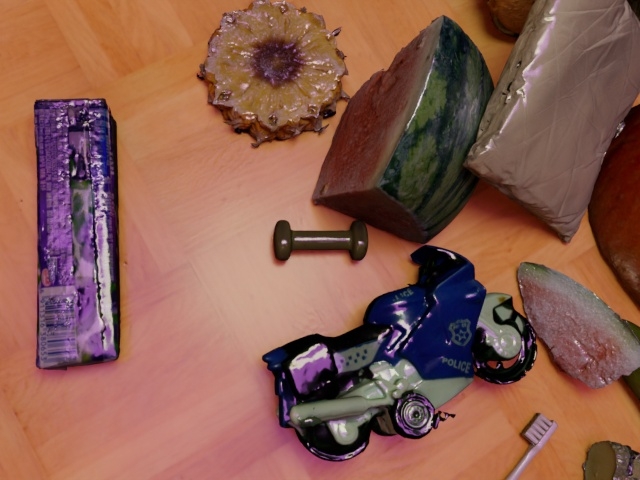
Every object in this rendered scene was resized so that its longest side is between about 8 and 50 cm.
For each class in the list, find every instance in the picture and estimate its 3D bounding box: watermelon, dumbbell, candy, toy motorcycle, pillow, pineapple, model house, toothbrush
[{"bbox_3d":[0.321,0.101,0.783,0.094,0.081,0.180,-31,67,7],"label":"watermelon"},{"bbox_3d":[0.096,-0.132,0.736,0.201,0.261,0.213,16,78,23],"label":"watermelon"},{"bbox_3d":[0.000,0.000,0.759,0.117,0.046,0.052,1,73,-9],"label":"dumbbell"},{"bbox_3d":[-0.279,-0.010,0.707,0.088,0.061,0.313,-3,80,-11],"label":"candy"},{"bbox_3d":[0.095,0.121,0.717,0.331,0.125,0.197,-20,81,-16],"label":"toy motorcycle"},{"bbox_3d":[0.298,-0.165,0.742,0.274,0.076,0.281,24,92,-44],"label":"pillow"},{"bbox_3d":[-0.054,-0.228,0.796,0.221,0.047,0.221,2,77,-9],"label":"pineapple"},{"bbox_3d":[0.377,0.291,0.750,0.083,0.066,0.079,13,78,-8],"label":"model house"},{"bbox_3d":[0.176,0.343,0.727,0.030,0.025,0.342,41,75,7],"label":"toothbrush"}]

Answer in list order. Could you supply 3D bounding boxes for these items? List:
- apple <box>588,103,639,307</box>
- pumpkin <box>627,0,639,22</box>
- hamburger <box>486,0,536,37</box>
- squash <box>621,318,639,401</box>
[{"bbox_3d":[0.511,-0.077,0.819,0.346,0.254,0.179,-46,131,-13],"label":"apple"},{"bbox_3d":[0.487,-0.302,0.859,0.247,0.126,0.131,-9,78,-11],"label":"pumpkin"},{"bbox_3d":[0.306,-0.351,0.810,0.181,0.191,0.118,16,69,-26],"label":"hamburger"},{"bbox_3d":[0.445,0.210,0.778,0.069,0.069,0.258,-28,84,-14],"label":"squash"}]
